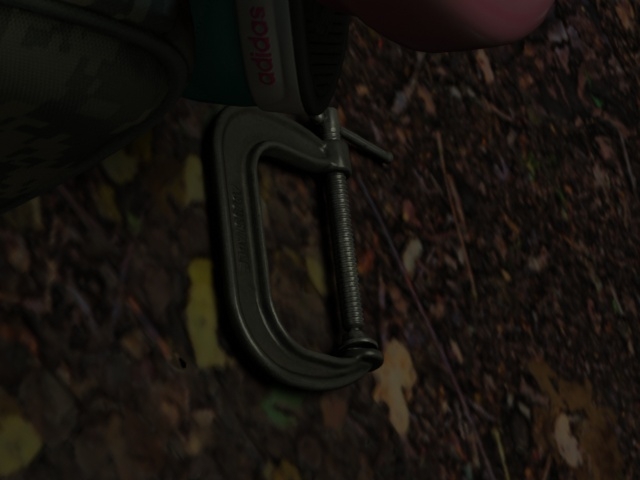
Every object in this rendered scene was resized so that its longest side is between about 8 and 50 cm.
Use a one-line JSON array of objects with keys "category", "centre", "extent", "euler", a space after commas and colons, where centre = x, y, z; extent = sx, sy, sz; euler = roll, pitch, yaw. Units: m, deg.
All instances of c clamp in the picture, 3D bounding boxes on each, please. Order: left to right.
[{"category": "c clamp", "centre": [0.000, 0.000, 0.814], "extent": [0.137, 0.022, 0.161], "euler": [29, 48, -44]}]

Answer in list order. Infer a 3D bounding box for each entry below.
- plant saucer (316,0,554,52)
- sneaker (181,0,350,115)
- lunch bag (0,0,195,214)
[{"category": "plant saucer", "centre": [-0.006, -0.212, 0.468], "extent": [0.332, 0.084, 0.332], "euler": [-6, 90, -69]}, {"category": "sneaker", "centre": [-0.089, -0.186, 0.655], "extent": [0.124, 0.178, 0.296], "euler": [-65, 154, -57]}, {"category": "lunch bag", "centre": [-0.194, -0.142, 0.454], "extent": [0.305, 0.212, 0.256], "euler": [14, 61, -51]}]
